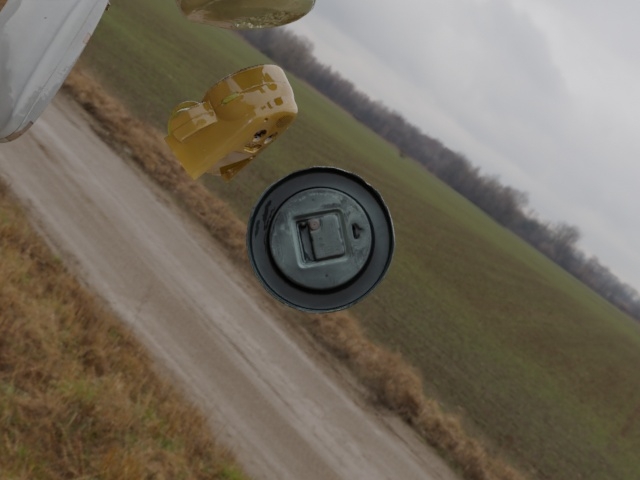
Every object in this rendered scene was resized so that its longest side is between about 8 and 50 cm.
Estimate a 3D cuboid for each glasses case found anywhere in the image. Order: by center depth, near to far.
[{"bbox_3d":[-0.215,-0.150,0.513,0.063,0.164,0.041,27,-5,21],"label":"glasses case"}]

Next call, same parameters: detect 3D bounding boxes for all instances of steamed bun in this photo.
[{"bbox_3d":[-0.184,-0.637,1.431,0.290,0.371,0.456,-11,8,-7],"label":"steamed bun"}]

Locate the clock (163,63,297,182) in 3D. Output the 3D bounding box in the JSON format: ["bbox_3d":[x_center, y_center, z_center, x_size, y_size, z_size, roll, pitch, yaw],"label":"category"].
[{"bbox_3d":[-0.206,-0.302,1.708,0.200,0.317,0.244,61,16,4],"label":"clock"}]

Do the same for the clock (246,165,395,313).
[{"bbox_3d":[0.000,0.000,1.044,0.226,0.226,0.049,37,-5,5],"label":"clock"}]

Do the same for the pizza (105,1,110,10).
[{"bbox_3d":[-0.503,-0.681,1.452,0.130,0.406,0.440,-15,24,-23],"label":"pizza"}]
